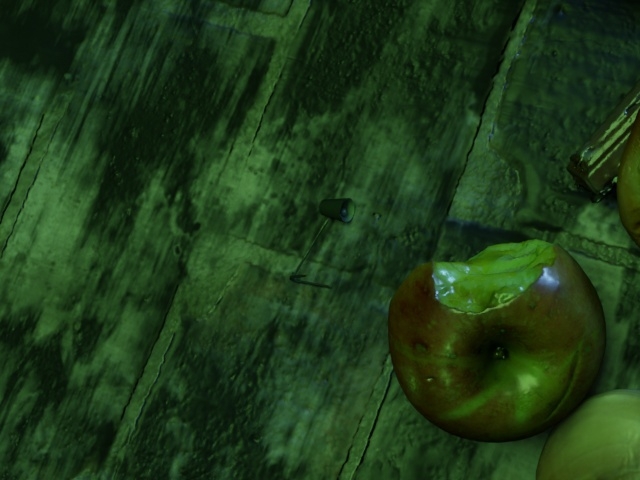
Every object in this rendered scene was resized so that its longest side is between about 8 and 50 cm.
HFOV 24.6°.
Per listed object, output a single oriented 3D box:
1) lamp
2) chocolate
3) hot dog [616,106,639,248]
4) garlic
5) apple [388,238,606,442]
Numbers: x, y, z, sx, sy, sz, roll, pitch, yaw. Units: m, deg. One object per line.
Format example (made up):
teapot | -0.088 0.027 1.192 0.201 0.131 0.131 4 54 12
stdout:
lamp | 0.000 -0.001 1.894 0.054 0.041 0.121 10 76 37
chocolate | 0.404 -0.187 1.704 0.329 0.065 0.102 -49 19 6
hot dog | 0.488 -0.139 1.580 0.405 0.223 0.185 -47 56 6
garlic | 0.339 0.264 1.593 0.228 0.110 0.217 -24 61 19
apple | 0.191 0.097 1.641 0.246 0.246 0.226 -40 17 10
